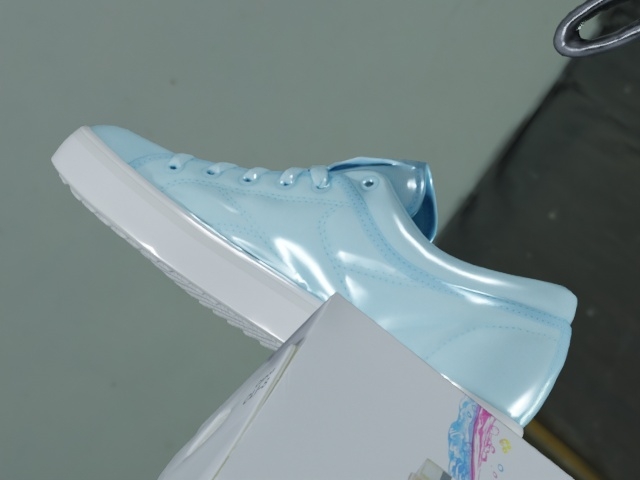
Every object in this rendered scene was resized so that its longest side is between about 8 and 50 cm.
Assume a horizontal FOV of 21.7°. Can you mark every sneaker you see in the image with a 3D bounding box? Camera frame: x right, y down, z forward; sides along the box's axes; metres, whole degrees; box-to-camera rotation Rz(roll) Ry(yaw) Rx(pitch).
[{"bbox_3d":[0.000,0.000,1.078,0.150,0.366,0.135,-56,164,-8],"label":"sneaker"}]

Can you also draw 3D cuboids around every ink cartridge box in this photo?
[{"bbox_3d":[0.018,0.137,0.624,0.128,0.176,0.127,-48,-175,47],"label":"ink cartridge box"}]

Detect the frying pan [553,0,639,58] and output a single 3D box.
[{"bbox_3d":[0.240,-0.173,0.667,0.053,0.326,0.197,-14,105,-62],"label":"frying pan"}]
